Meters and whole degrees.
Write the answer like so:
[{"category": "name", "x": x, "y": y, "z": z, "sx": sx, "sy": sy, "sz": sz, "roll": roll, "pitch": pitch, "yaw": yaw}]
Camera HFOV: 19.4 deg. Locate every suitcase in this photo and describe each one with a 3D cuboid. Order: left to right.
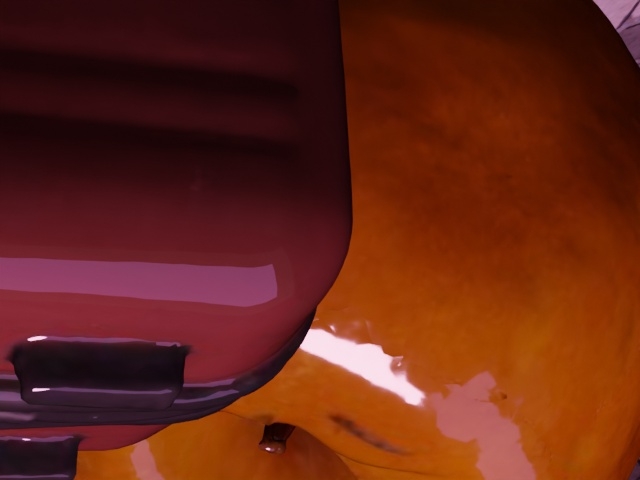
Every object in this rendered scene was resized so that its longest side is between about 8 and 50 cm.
[{"category": "suitcase", "x": -0.148, "y": -0.068, "z": 0.431, "sx": 0.297, "sy": 0.236, "sz": 0.161, "roll": 4, "pitch": 159, "yaw": -22}]

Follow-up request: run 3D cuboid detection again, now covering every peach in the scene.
[{"category": "peach", "x": 0.000, "y": 0.000, "z": 0.842, "sx": 0.343, "sy": 0.343, "sz": 0.301, "roll": -42, "pitch": -160, "yaw": 40}]
